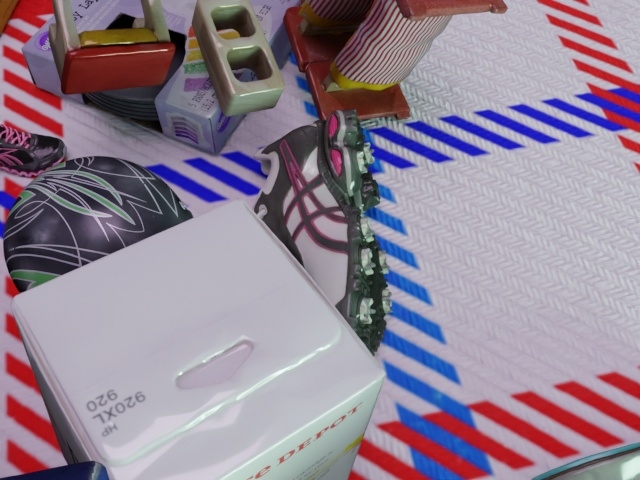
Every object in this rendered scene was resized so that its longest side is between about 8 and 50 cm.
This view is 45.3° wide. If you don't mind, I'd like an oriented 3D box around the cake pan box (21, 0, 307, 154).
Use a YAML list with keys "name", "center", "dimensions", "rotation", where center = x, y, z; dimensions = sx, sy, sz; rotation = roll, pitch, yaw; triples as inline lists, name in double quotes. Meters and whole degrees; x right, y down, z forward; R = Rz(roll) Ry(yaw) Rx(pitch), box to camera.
- name: "cake pan box"
  center: [-0.170, -0.239, 0.893]
  dimensions: [0.245, 0.070, 0.267]
  rotation: [22, 59, 15]

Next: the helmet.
- name: "helmet"
  center: [-0.189, 0.006, 0.669]
  dimensions: [0.169, 0.162, 0.169]
  rotation: [1, 56, -1]

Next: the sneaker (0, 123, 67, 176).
- name: "sneaker"
  center: [-0.329, -0.101, 0.802]
  dimensions: [0.119, 0.057, 0.047]
  rotation: [0, 54, -3]

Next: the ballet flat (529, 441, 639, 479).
- name: "ballet flat"
  center: [0.269, 0.187, 0.614]
  dimensions: [0.213, 0.072, 0.068]
  rotation: [-17, 62, -13]

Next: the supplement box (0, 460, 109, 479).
- name: "supplement box"
  center: [-0.161, 0.313, 0.324]
  dimensions: [0.195, 0.357, 0.194]
  rotation: [-10, 15, -5]

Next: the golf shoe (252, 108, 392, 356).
- name: "golf shoe"
  center: [0.000, 0.000, 0.732]
  dimensions: [0.120, 0.105, 0.273]
  rotation: [-13, 51, 11]

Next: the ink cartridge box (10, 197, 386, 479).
- name: "ink cartridge box"
  center: [-0.085, 0.125, 0.539]
  dimensions: [0.171, 0.233, 0.168]
  rotation: [-27, 61, -26]

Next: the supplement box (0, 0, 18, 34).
- name: "supplement box"
  center: [-0.407, -0.360, 0.962]
  dimensions: [0.080, 0.078, 0.234]
  rotation: [5, 56, 2]

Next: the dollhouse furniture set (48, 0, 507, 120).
- name: "dollhouse furniture set"
  center: [-0.046, -0.205, 0.725]
  dimensions: [0.374, 0.201, 0.152]
  rotation: [-13, 73, -27]
